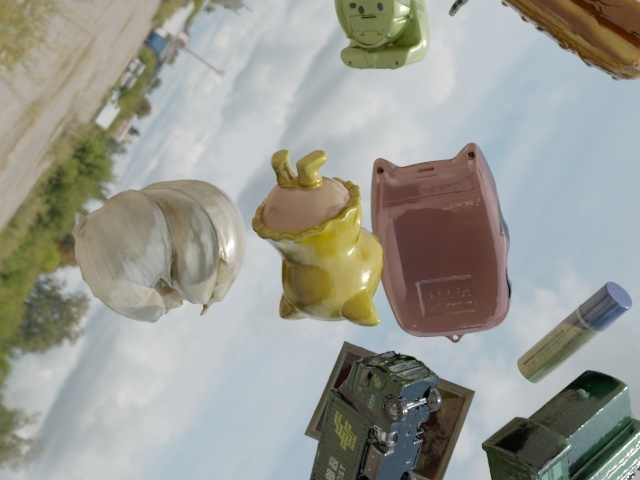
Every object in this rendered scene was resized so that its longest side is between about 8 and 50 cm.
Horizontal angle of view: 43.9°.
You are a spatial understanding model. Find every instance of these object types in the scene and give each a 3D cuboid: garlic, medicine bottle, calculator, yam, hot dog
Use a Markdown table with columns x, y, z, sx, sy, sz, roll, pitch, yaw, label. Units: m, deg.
| x | y | z | sx | sy | sz | roll | pitch | yaw | label |
| --- | --- | --- | --- | --- | --- | --- | --- | --- | --- |
| -0.199 | 0.011 | 1.124 | 0.184 | 0.203 | 0.281 | -23 | -178 | 11 | garlic |
| 0.432 | 0.161 | 1.363 | 0.231 | 0.059 | 0.059 | -53 | -164 | 36 | medicine bottle |
| 0.195 | 0.018 | 1.280 | 0.219 | 0.330 | 0.048 | -9 | -163 | 13 | calculator |
| 0.298 | -0.507 | 1.621 | 0.234 | 0.027 | 0.029 | 128 | -28 | -84 | yam |
| 0.311 | -0.299 | 0.988 | 0.115 | 0.269 | 0.072 | -44 | 163 | -4 | hot dog |

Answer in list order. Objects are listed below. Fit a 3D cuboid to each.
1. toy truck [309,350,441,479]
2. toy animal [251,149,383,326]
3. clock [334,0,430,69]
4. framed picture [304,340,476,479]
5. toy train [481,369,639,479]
| x | y | z | sx | sy | sz | roll | pitch | yaw | label |
| --- | --- | --- | --- | --- | --- | --- | --- | --- | --- |
| 0.067 | 0.264 | 1.025 | 0.121 | 0.088 | 0.259 | 31 | -62 | 41 | toy truck |
| -0.004 | 0.000 | 0.972 | 0.156 | 0.230 | 0.156 | -14 | -156 | 6 | toy animal |
| 0.125 | -0.546 | 1.800 | 0.096 | 0.308 | 0.235 | -24 | -156 | -33 | clock |
| 0.138 | 0.348 | 1.594 | 0.211 | 0.289 | 0.020 | -65 | 161 | -15 | framed picture |
| 0.395 | 0.338 | 1.267 | 0.330 | 0.178 | 0.138 | -29 | -153 | -29 | toy train |
